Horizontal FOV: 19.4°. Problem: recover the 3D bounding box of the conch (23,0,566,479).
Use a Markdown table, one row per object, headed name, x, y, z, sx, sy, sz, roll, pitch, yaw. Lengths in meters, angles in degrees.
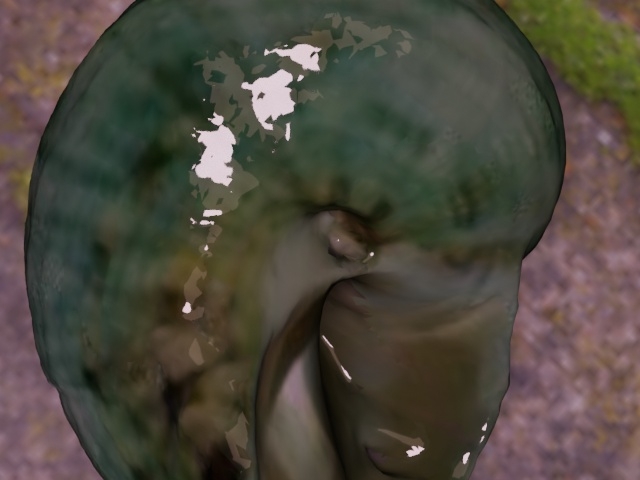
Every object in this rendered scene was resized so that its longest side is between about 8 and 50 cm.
| name | x | y | z | sx | sy | sz | roll | pitch | yaw |
| --- | --- | --- | --- | --- | --- | --- | --- | --- | --- |
| conch | -0.003 | 0.002 | 0.541 | 0.176 | 0.122 | 0.188 | 47 | 70 | -19 |
